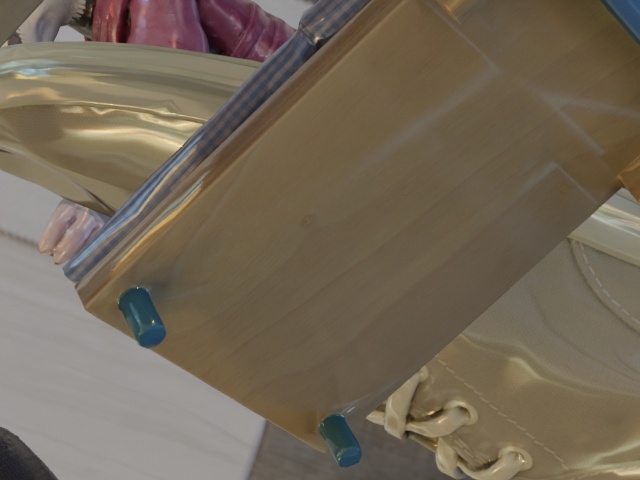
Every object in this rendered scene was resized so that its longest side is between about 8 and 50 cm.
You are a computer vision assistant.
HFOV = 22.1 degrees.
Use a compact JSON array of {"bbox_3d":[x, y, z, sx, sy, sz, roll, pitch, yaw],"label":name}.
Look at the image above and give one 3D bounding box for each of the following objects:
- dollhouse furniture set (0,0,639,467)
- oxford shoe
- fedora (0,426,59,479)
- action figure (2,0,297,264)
[{"bbox_3d":[-0.064,-0.052,0.548,0.286,0.198,0.303,-44,133,12],"label":"dollhouse furniture set"},{"bbox_3d":[0.051,0.029,0.695,0.449,0.169,0.130,20,81,-7],"label":"oxford shoe"},{"bbox_3d":[-0.387,0.303,1.837,0.334,0.334,0.152,-27,87,-15],"label":"fedora"},{"bbox_3d":[-0.038,-0.090,0.955,0.370,0.248,0.275,36,95,-26],"label":"action figure"}]
